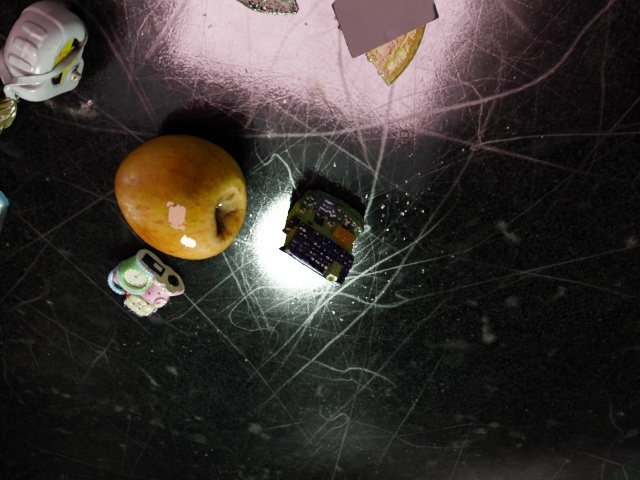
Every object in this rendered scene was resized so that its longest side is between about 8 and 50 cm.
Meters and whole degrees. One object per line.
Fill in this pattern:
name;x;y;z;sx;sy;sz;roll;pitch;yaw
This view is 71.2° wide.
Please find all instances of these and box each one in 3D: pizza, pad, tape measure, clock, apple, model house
pizza;0.125;-0.455;0.938;0.193;0.053;0.201;23;118;-11
pad;0.130;-0.462;0.899;0.193;0.004;0.116;-21;117;13
tape measure;-0.572;-0.395;0.937;0.120;0.236;0.197;29;116;-17
clock;-0.553;0.140;1.387;0.195;0.100;0.194;-35;112;22
apple;-0.337;-0.106;1.087;0.275;0.299;0.299;10;127;16
model house;0.000;0.000;1.175;0.194;0.211;0.170;34;123;-17

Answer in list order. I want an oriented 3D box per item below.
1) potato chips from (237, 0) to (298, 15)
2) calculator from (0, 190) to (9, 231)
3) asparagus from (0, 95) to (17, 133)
potato chips;-0.107;-0.572;0.891;0.202;0.029;0.220;27;125;-11
calculator;-1.017;-0.076;1.299;0.173;0.051;0.293;31;122;-18
asparagus;-0.838;-0.291;1.121;0.287;0.080;0.080;-23;121;28
